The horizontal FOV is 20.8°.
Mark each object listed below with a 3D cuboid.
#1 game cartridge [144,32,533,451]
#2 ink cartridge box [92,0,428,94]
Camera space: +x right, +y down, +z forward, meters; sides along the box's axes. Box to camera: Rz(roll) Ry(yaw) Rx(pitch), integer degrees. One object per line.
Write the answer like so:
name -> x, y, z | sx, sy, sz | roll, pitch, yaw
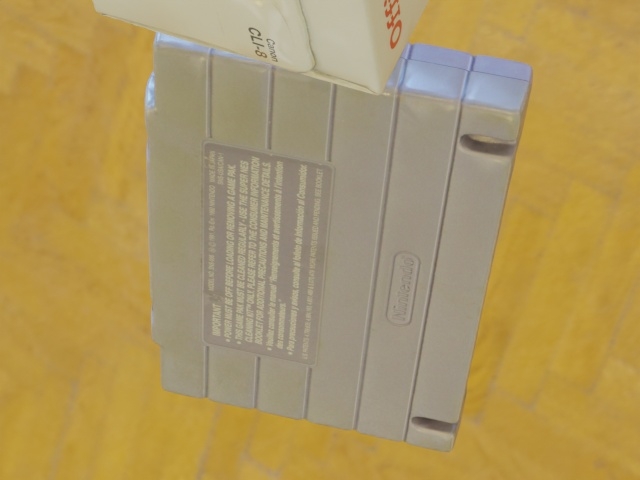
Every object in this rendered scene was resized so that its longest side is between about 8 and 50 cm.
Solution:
game cartridge -> 0.000, 0.000, 1.141 | 0.230, 0.068, 0.355 | 15, 141, 8
ink cartridge box -> -0.006, -0.169, 0.649 | 0.127, 0.176, 0.128 | 17, 152, 18
